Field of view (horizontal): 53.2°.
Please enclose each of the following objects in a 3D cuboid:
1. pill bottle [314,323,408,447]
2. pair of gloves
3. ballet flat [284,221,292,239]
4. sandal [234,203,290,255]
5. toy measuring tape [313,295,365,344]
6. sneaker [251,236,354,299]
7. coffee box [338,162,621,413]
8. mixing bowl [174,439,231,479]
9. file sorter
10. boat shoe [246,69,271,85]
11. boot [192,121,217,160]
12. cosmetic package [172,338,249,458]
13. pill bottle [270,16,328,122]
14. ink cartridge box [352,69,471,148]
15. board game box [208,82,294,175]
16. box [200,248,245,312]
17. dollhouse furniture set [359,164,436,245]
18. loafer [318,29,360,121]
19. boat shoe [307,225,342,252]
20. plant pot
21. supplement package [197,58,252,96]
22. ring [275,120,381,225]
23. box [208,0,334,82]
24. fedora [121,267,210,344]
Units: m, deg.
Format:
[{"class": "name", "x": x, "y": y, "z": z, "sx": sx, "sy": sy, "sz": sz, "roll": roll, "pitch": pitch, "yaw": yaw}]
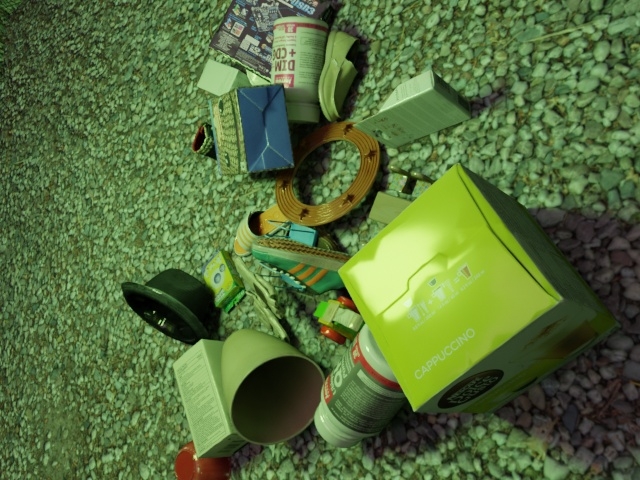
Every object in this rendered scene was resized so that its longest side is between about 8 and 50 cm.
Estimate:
[{"class": "pill bottle", "x": 0.107, "y": 0.333, "z": 1.456, "sx": 0.176, "sy": 0.176, "sz": 0.319, "roll": 58, "pitch": 134, "yaw": 35}, {"class": "pair of gloves", "x": -0.149, "y": 0.167, "z": 1.747, "sx": 0.042, "sy": 0.240, "sz": 0.204, "roll": -32, "pitch": 50, "yaw": -19}, {"class": "ballet flat", "x": -0.088, "y": -0.006, "z": 1.833, "sx": 0.057, "sy": 0.049, "sz": 0.173, "roll": 21, "pitch": 95, "yaw": 39}, {"class": "sandal", "x": -0.184, "y": -0.053, "z": 1.910, "sx": 0.265, "sy": 0.076, "sz": 0.102, "roll": -36, "pitch": 57, "yaw": 27}, {"class": "toy measuring tape", "x": 0.072, "y": 0.201, "z": 1.544, "sx": 0.330, "sy": 0.121, "sz": 0.122, "roll": 176, "pitch": 108, "yaw": -74}, {"class": "sneaker", "x": -0.036, "y": 0.079, "z": 1.633, "sx": 0.108, "sy": 0.302, "sz": 0.121, "roll": -90, "pitch": 15, "yaw": -71}, {"class": "coffee box", "x": 0.308, "y": 0.113, "z": 1.276, "sx": 0.337, "sy": 0.334, "sz": 0.338, "roll": -44, "pitch": 54, "yaw": 23}, {"class": "mixing bowl", "x": -0.354, "y": 0.648, "z": 1.838, "sx": 0.181, "sy": 0.098, "sz": 0.182, "roll": -13, "pitch": 70, "yaw": 38}, {"class": "file sorter", "x": -0.096, "y": 0.038, "z": 1.739, "sx": 0.118, "sy": 0.104, "sz": 0.171, "roll": 24, "pitch": 105, "yaw": 53}, {"class": "boat shoe", "x": -0.182, "y": -0.640, "z": 2.083, "sx": 0.116, "sy": 0.099, "sz": 0.320, "roll": -2, "pitch": 88, "yaw": 4}, {"class": "boot", "x": -0.282, "y": -0.343, "z": 2.006, "sx": 0.085, "sy": 0.178, "sz": 0.236, "roll": 42, "pitch": 106, "yaw": 41}, {"class": "cosmetic package", "x": -0.298, "y": 0.450, "z": 1.828, "sx": 0.153, "sy": 0.129, "sz": 0.296, "roll": -40, "pitch": 56, "yaw": 26}, {"class": "pill bottle", "x": -0.062, "y": -0.486, "z": 1.851, "sx": 0.160, "sy": 0.160, "sz": 0.283, "roll": 8, "pitch": 97, "yaw": 41}, {"class": "ink cartridge box", "x": 0.223, "y": -0.314, "z": 1.568, "sx": 0.232, "sy": 0.189, "sz": 0.066, "roll": -14, "pitch": 69, "yaw": 38}, {"class": "board game box", "x": -0.204, "y": -0.311, "z": 1.840, "sx": 0.291, "sy": 0.141, "sz": 0.232, "roll": -171, "pitch": 72, "yaw": -66}, {"class": "box", "x": -0.301, "y": 0.127, "z": 1.981, "sx": 0.105, "sy": 0.043, "sz": 0.179, "roll": -46, "pitch": 55, "yaw": 21}, {"class": "dollhouse furniture set", "x": 0.206, "y": -0.059, "z": 1.527, "sx": 0.242, "sy": 0.161, "sz": 0.212, "roll": 23, "pitch": 93, "yaw": 42}, {"class": "loafer", "x": 0.057, "y": -0.469, "z": 1.811, "sx": 0.092, "sy": 0.102, "sz": 0.269, "roll": 4, "pitch": 85, "yaw": 21}, {"class": "boat shoe", "x": 0.000, "y": 0.000, "z": 1.753, "sx": 0.178, "sy": 0.060, "sz": 0.064, "roll": 50, "pitch": 124, "yaw": 44}, {"class": "plant pot", "x": -0.158, "y": 0.347, "z": 1.686, "sx": 0.257, "sy": 0.256, "sz": 0.274, "roll": -63, "pitch": 33, "yaw": 8}, {"class": "supplement package", "x": -0.308, "y": -0.520, "z": 2.131, "sx": 0.179, "sy": 0.105, "sz": 0.105, "roll": 30, "pitch": 98, "yaw": 40}, {"class": "ring", "x": 0.010, "y": -0.193, "z": 1.761, "sx": 0.336, "sy": 0.032, "sz": 0.337, "roll": -18, "pitch": 53, "yaw": 26}, {"class": "box", "x": -0.154, "y": -0.657, "z": 1.980, "sx": 0.295, "sy": 0.073, "sz": 0.293, "roll": 31, "pitch": 98, "yaw": 11}, {"class": "fedora", "x": -0.451, "y": 0.183, "z": 1.984, "sx": 0.334, "sy": 0.334, "sz": 0.153, "roll": 5, "pitch": 51, "yaw": 41}]
